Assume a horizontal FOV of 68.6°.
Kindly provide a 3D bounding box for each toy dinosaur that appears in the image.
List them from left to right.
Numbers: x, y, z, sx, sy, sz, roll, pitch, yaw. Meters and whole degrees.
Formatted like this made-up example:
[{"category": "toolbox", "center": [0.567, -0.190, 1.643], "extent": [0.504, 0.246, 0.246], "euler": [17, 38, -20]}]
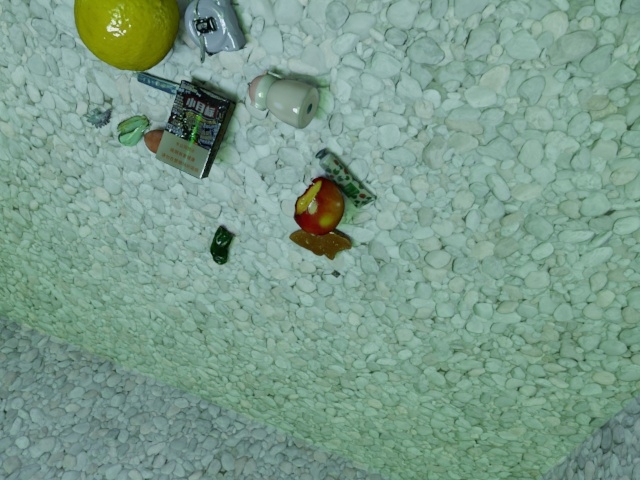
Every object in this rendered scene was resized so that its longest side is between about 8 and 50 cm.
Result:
[{"category": "toy dinosaur", "center": [-0.917, -0.514, 1.950], "extent": [0.209, 0.039, 0.082], "euler": [-8, 127, 40]}]

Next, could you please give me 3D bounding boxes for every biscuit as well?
[{"category": "biscuit", "center": [0.000, 0.000, 1.980], "extent": [0.280, 0.043, 0.183], "euler": [8, 125, 23]}]

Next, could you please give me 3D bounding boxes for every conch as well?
[{"category": "conch", "center": [-0.772, -0.459, 1.920], "extent": [0.170, 0.079, 0.106], "euler": [-37, 113, 23]}]

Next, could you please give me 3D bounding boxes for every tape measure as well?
[{"category": "tape measure", "center": [-0.356, -0.700, 1.534], "extent": [0.178, 0.105, 0.196], "euler": [-8, 124, 28]}]

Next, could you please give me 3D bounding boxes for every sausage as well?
[{"category": "sausage", "center": [-0.582, -0.381, 1.874], "extent": [0.259, 0.113, 0.113], "euler": [12, 130, 13]}]

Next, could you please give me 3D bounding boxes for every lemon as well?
[{"category": "lemon", "center": [-0.617, -0.715, 1.502], "extent": [0.336, 0.336, 0.336], "euler": [11, 129, 14]}]

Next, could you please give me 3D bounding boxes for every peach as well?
[{"category": "peach", "center": [-0.012, -0.134, 1.783], "extent": [0.196, 0.190, 0.226], "euler": [27, 142, 33]}]

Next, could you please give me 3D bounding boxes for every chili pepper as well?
[{"category": "chili pepper", "center": [-0.463, 0.023, 2.175], "extent": [0.098, 0.061, 0.224], "euler": [28, 134, 9]}]

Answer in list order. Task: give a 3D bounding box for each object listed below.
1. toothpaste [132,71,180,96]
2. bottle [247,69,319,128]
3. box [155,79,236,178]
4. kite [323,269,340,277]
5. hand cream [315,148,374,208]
[{"category": "toothpaste", "center": [-0.620, -0.594, 1.772], "extent": [0.197, 0.034, 0.057], "euler": [20, 137, 2]}, {"category": "bottle", "center": [-0.138, -0.486, 1.593], "extent": [0.237, 0.147, 0.147], "euler": [24, 132, 13]}, {"category": "box", "center": [-0.463, -0.406, 1.739], "extent": [0.198, 0.084, 0.310], "euler": [26, 105, 3]}, {"category": "kite", "center": [0.056, 0.155, 2.102], "extent": [0.078, 0.002, 0.044], "euler": [-25, 113, 34]}, {"category": "hand cream", "center": [0.086, -0.229, 1.758], "extent": [0.095, 0.059, 0.276], "euler": [-29, 116, 39]}]
